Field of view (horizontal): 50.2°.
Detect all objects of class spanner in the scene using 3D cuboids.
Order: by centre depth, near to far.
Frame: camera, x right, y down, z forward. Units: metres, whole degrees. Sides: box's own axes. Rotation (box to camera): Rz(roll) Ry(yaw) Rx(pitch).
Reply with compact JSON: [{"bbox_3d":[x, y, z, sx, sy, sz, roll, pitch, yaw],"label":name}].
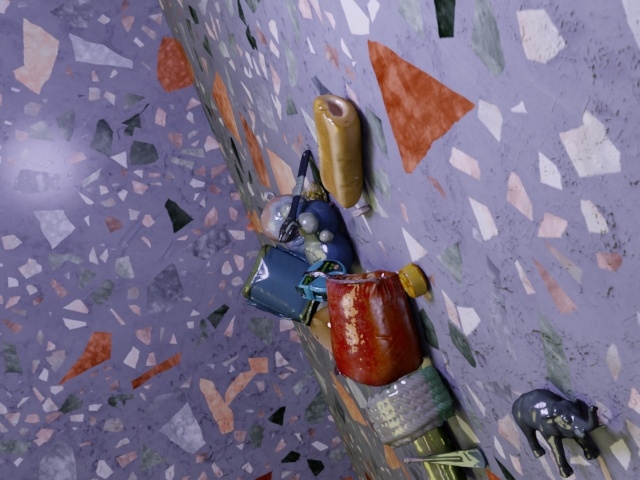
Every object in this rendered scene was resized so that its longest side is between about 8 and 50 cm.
[{"bbox_3d":[-0.073,-0.132,2.003,0.087,0.024,0.315,-28,44,52],"label":"spanner"}]

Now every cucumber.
[{"bbox_3d":[0.314,0.559,1.960,0.325,0.105,0.145,63,-167,11],"label":"cucumber"}]

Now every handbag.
[{"bbox_3d":[-0.107,0.146,2.236,0.241,0.222,0.263,24,172,5],"label":"handbag"}]

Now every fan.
[{"bbox_3d":[0.329,0.592,1.836,0.282,0.023,0.057,-25,90,47],"label":"fan"}]

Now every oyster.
[{"bbox_3d":[-0.006,-0.142,2.122,0.146,0.045,0.121,58,150,29],"label":"oyster"}]

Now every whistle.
[{"bbox_3d":[-0.080,-0.023,2.346,0.347,0.189,0.189,55,169,-11],"label":"whistle"}]

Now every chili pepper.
[{"bbox_3d":[0.137,0.206,1.830,0.251,0.229,0.305,21,124,59],"label":"chili pepper"}]

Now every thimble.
[{"bbox_3d":[0.235,0.436,1.784,0.150,0.219,0.219,62,166,13],"label":"thimble"}]

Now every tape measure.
[{"bbox_3d":[0.015,0.114,1.959,0.146,0.125,0.081,10,136,26],"label":"tape measure"}]

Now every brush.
[{"bbox_3d":[0.072,0.260,2.155,0.174,0.166,0.267,57,161,-8],"label":"brush"}]

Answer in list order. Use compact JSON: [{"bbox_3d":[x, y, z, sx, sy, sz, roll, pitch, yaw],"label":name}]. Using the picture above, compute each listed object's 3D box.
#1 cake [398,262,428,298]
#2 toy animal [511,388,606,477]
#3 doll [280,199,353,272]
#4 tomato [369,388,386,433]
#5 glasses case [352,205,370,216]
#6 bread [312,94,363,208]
[{"bbox_3d":[0.221,0.095,1.622,0.084,0.044,0.084,60,167,24],"label":"cake"},{"bbox_3d":[0.420,0.328,1.180,0.137,0.082,0.269,65,167,0],"label":"toy animal"},{"bbox_3d":[0.000,0.000,2.067,0.228,0.154,0.258,26,137,59],"label":"doll"},{"bbox_3d":[0.227,0.550,2.164,0.167,0.167,0.167,59,165,26],"label":"tomato"},{"bbox_3d":[0.107,-0.077,1.792,0.021,0.032,0.083,63,165,-2],"label":"glasses case"},{"bbox_3d":[0.050,-0.213,1.646,0.142,0.091,0.305,48,159,33],"label":"bread"}]
